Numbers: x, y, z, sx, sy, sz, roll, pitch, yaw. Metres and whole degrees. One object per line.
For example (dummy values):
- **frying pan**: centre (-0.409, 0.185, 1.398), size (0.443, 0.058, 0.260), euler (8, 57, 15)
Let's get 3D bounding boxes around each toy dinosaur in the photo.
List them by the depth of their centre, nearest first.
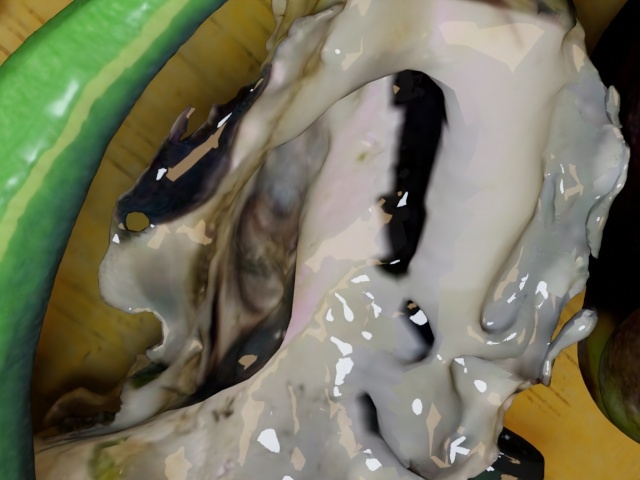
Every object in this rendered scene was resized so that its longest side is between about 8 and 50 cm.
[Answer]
- **toy dinosaur**: centre (-0.110, 0.124, 0.650), size (0.500, 0.144, 0.374), euler (-28, 125, -7)

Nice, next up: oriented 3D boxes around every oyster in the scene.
- **oyster**: centre (-0.001, -0.001, 0.759), size (0.237, 0.115, 0.351), euler (1, 113, -32)

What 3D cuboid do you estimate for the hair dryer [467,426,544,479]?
- **hair dryer**: centre (0.114, 0.157, 1.019), size (0.197, 0.057, 0.100), euler (15, 108, -55)

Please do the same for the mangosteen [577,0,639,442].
- **mangosteen**: centre (0.254, -0.010, 0.818), size (0.296, 0.313, 0.297), euler (3, 127, 4)
